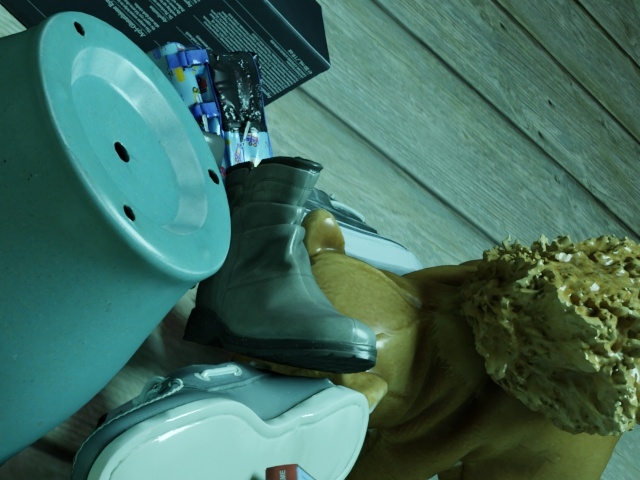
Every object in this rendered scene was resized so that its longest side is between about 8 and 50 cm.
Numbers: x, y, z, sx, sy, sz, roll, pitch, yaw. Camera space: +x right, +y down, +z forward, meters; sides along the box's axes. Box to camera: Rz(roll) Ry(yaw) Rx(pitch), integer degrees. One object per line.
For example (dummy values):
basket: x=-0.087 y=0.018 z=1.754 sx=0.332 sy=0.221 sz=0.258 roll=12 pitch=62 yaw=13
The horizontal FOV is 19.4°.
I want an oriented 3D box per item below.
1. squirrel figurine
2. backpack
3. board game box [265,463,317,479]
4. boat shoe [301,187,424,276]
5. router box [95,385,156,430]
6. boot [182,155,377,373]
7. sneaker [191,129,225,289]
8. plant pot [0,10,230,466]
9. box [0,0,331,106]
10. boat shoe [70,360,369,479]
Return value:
squirrel figurine: x=0.127 y=0.086 z=1.610 sx=0.370 sy=0.397 sz=0.281 roll=28 pitch=47 yaw=-47
backpack: x=-0.118 y=-0.065 z=1.588 sx=0.117 sy=0.158 sz=0.173 roll=1 pitch=73 yaw=-57
board game box: x=0.019 y=0.267 z=1.356 sx=0.281 sy=0.027 sz=0.145 roll=50 pitch=31 yaw=-62
boat shoe: x=0.000 y=0.000 z=1.796 sx=0.335 sy=0.121 sz=0.119 roll=32 pitch=27 yaw=-58
router box: x=-0.082 y=0.278 z=1.318 sx=0.243 sy=0.081 sz=0.309 roll=52 pitch=23 yaw=-21
boot: x=-0.029 y=0.011 z=1.417 sx=0.083 sy=0.246 sz=0.161 roll=13 pitch=87 yaw=-29
sneaker: x=-0.199 y=-0.029 z=1.422 sx=0.270 sy=0.090 sz=0.145 roll=9 pitch=89 yaw=-33
plant pot: x=-0.205 y=-0.004 z=1.159 sx=0.271 sy=0.255 sz=0.271 roll=48 pitch=24 yaw=-30
box: x=-0.142 y=-0.216 z=1.667 sx=0.261 sy=0.184 sz=0.103 roll=44 pitch=24 yaw=-36
boat shoe: x=-0.083 y=0.142 z=1.291 sx=0.099 sy=0.116 sz=0.319 roll=22 pitch=14 yaw=28
